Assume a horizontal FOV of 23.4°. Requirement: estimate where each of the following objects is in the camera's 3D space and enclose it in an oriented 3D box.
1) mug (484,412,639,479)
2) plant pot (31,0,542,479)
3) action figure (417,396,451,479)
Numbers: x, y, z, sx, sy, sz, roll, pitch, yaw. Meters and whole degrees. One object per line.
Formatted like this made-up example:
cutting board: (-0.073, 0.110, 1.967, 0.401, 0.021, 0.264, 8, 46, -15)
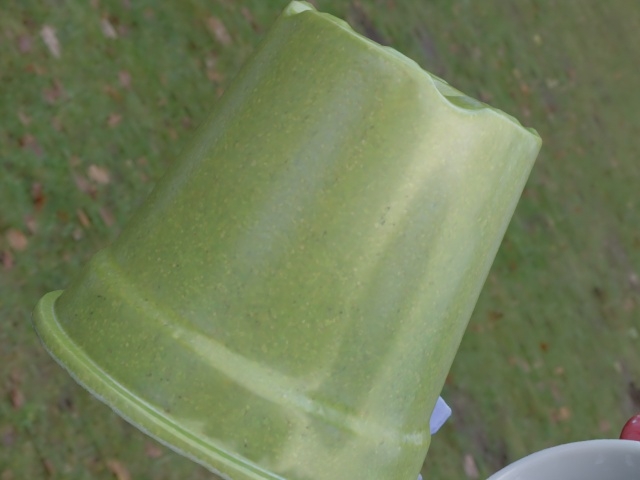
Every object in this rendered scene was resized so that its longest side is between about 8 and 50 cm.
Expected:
mug: (0.130, 0.159, 0.570, 0.113, 0.150, 0.169, 26, -30, 49)
plant pot: (0.000, 0.000, 0.967, 0.276, 0.254, 0.276, 28, 7, -4)
action figure: (0.026, 0.304, 1.317, 0.178, 0.341, 0.330, 45, -22, -3)
